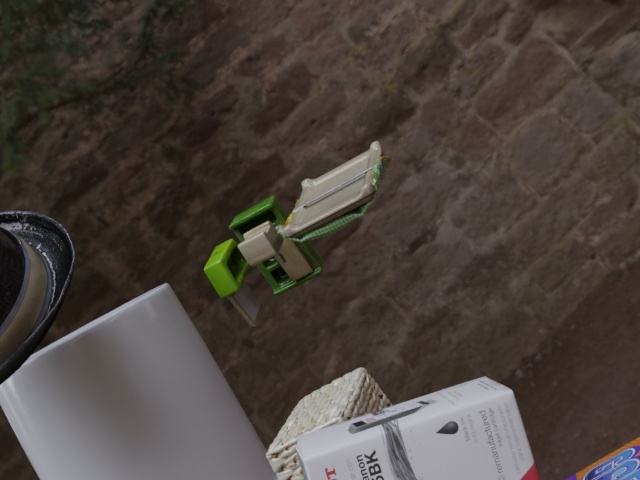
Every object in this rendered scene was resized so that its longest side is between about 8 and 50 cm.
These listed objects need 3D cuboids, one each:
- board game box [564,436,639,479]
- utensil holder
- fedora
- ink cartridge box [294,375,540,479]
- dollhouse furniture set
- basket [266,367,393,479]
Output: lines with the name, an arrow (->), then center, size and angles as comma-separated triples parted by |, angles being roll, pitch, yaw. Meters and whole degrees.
board game box -> 0.589, 0.464, 1.082 | 0.356, 0.356, 0.356 | -35, -14, 12
utensil holder -> -0.280, 0.305, 1.171 | 0.328, 0.385, 0.327 | -28, 5, 2
fedora -> -0.440, 0.040, 0.826 | 0.334, 0.334, 0.152 | -42, -47, -16
ink cartridge box -> 0.062, 0.154, 0.467 | 0.135, 0.099, 0.056 | -17, 0, -6
dollhouse furniture set -> 0.000, 0.000, 1.162 | 0.301, 0.151, 0.197 | -27, 20, 21
basket -> 0.023, 0.229, 0.846 | 0.113, 0.103, 0.167 | -31, 4, 17
